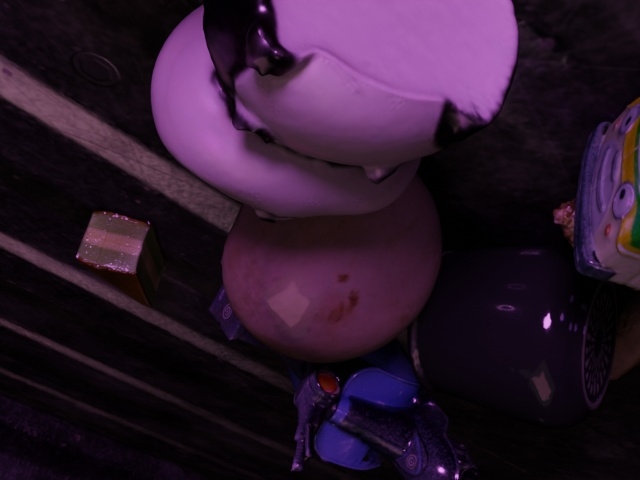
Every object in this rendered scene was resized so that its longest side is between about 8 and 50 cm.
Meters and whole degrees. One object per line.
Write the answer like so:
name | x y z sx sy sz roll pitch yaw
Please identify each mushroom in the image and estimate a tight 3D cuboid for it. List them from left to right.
mushroom | 0.000 0.000 0.687 0.204 0.204 0.204 13 152 7

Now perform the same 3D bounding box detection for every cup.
cup | 0.197 0.088 0.762 0.176 0.169 0.223 2 180 33

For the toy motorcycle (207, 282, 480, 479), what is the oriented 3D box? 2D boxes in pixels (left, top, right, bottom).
toy motorcycle | 0.018 0.151 0.832 0.212 0.125 0.358 24 -170 -34

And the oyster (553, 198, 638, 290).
oyster | 0.270 0.011 0.621 0.177 0.105 0.056 21 123 -10

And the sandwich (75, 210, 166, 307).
sandwich | -0.242 0.025 0.950 0.074 0.074 0.116 12 153 4

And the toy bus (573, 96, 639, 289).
toy bus | 0.328 -0.017 0.506 0.276 0.133 0.165 17 153 -4

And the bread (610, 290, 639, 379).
bread | 0.326 0.093 0.793 0.073 0.053 0.214 -29 155 -8

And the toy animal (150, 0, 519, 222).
toy animal | -0.005 -0.101 0.489 0.187 0.165 0.235 15 153 -22
